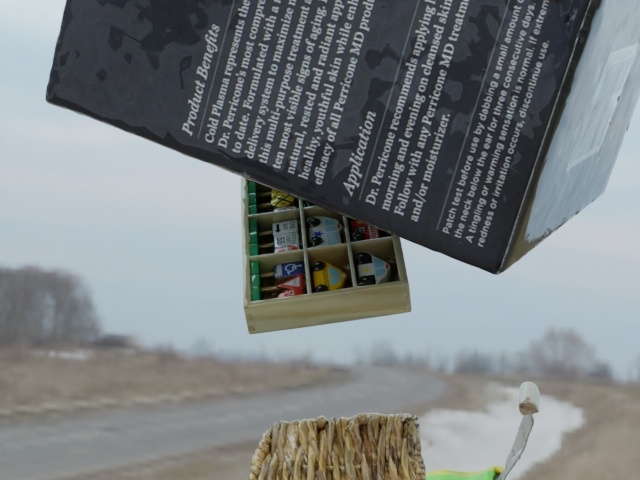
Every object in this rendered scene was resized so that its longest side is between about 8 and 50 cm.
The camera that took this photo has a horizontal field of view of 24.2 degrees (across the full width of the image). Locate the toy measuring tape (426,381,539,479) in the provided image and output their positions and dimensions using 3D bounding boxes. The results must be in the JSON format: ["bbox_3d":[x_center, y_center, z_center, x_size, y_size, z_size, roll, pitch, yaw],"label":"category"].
[{"bbox_3d":[0.164,0.289,1.780,0.121,0.330,0.121,9,37,-7],"label":"toy measuring tape"}]

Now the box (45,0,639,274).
[{"bbox_3d":[0.068,-0.218,1.497,0.471,0.297,0.480,23,18,17],"label":"box"}]

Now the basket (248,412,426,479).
[{"bbox_3d":[0.018,0.365,1.635,0.213,0.299,0.223,-5,-28,-2],"label":"basket"}]

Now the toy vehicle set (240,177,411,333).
[{"bbox_3d":[0.000,0.000,1.589,0.166,0.035,0.267,-9,31,1],"label":"toy vehicle set"}]
